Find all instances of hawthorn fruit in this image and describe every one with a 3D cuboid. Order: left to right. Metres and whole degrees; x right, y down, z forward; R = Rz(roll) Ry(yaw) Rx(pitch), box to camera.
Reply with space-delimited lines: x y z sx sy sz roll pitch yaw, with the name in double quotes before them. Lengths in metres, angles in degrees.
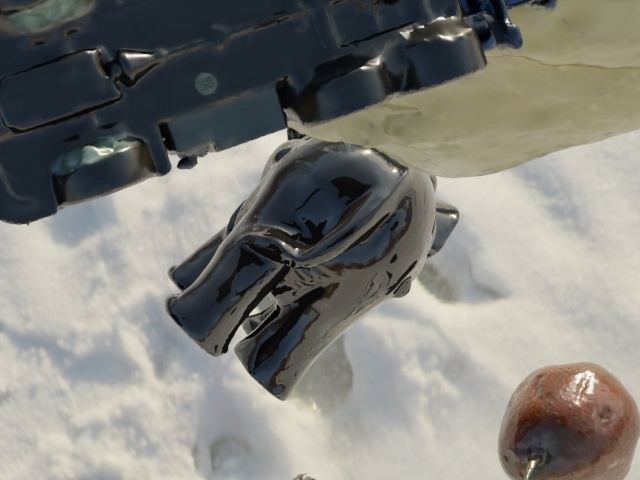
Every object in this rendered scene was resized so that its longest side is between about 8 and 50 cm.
"hawthorn fruit" 0.240 0.191 1.286 0.149 0.189 0.149 -14 69 41

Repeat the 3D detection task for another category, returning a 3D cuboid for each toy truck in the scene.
"toy truck" -0.020 -0.070 0.400 0.201 0.088 0.074 -22 100 -16

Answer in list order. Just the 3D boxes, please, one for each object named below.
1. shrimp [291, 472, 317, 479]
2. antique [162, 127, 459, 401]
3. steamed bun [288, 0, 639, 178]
"shrimp" -0.042 0.321 1.304 0.035 0.195 0.148 6 97 15
"antique" 0.000 0.000 1.170 0.185 0.322 0.255 41 92 -6
"steamed bun" 0.048 -0.197 0.578 0.372 0.325 0.230 56 30 13
